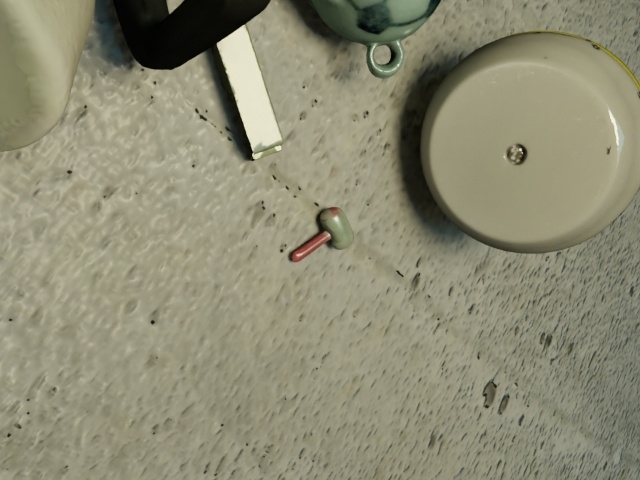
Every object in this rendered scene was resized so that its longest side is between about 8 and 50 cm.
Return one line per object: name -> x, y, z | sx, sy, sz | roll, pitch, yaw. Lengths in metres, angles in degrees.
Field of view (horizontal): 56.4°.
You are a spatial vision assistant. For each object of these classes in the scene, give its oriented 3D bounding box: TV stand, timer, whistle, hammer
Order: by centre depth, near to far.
TV stand -> -0.090, -0.199, 0.580 | 0.036, 0.042, 0.249 | -22, 109, -13
whistle -> 0.051, -0.313, 0.606 | 0.163, 0.163, 0.290 | -19, 108, -36
hammer -> 0.000, 0.000, 0.688 | 0.083, 0.031, 0.053 | -36, 114, -23
timer -> 0.279, -0.130, 0.764 | 0.285, 0.285, 0.285 | -6, 100, -38

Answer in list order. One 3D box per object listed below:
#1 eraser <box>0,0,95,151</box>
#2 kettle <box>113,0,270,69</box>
eraser -> -0.299, -0.180, 0.258 | 0.331, 0.331, 0.150 | 36, 33, -36
kettle -> -0.087, -0.283, 0.377 | 0.203, 0.308, 0.262 | -48, 111, -22
